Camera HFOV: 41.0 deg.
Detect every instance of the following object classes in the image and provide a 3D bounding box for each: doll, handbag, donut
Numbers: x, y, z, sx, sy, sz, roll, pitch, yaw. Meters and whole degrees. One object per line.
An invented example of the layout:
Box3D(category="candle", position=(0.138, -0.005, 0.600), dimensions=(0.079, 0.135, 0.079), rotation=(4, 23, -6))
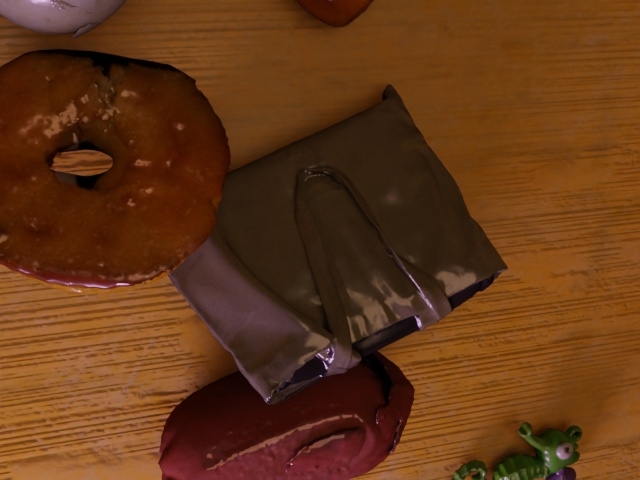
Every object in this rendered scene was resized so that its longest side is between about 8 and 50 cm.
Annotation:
Box3D(category="doll", position=(0.247, 0.284, 1.067), dimensions=(0.190, 0.050, 0.115), rotation=(-26, 109, -10))
Box3D(category="handbag", position=(0.005, 0.002, 0.876), dimensions=(0.315, 0.109, 0.253), rotation=(-27, 73, -14))
Box3D(category="donut", position=(-0.210, -0.062, 0.791), dimensions=(0.253, 0.118, 0.254), rotation=(1, 70, -3))

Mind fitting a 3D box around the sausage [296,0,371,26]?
Box3D(category="sausage", position=(-0.042, -0.332, 0.851), dimensions=(0.274, 0.105, 0.105), rotation=(42, 85, -19))

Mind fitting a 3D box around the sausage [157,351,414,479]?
Box3D(category="sausage", position=(-0.036, 0.199, 0.910), dimensions=(0.279, 0.152, 0.152), rotation=(-18, 104, -15))

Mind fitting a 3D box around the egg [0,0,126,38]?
Box3D(category="egg", position=(-0.231, -0.307, 0.748), dimensions=(0.186, 0.186, 0.253), rotation=(0, 99, -18))
